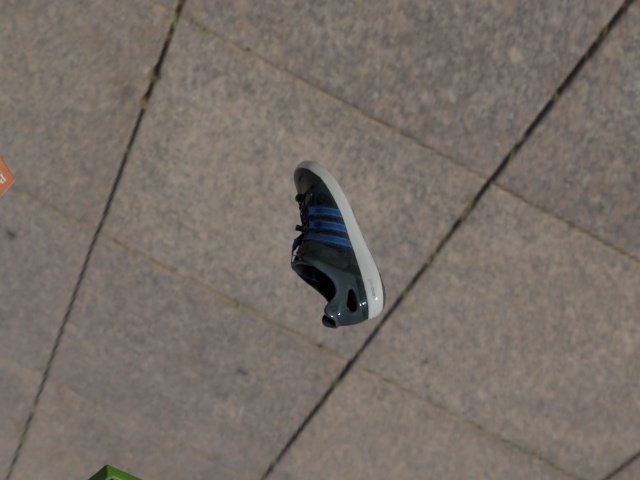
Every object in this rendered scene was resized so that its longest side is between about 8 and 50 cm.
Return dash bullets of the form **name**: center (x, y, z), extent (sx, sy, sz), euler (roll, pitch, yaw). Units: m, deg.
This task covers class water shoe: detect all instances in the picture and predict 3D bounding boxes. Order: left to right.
- **water shoe**: center (0.000, 0.000, 1.138), extent (0.080, 0.203, 0.073), euler (-19, 154, -16)

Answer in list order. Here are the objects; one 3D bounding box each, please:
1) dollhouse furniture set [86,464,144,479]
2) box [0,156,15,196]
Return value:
- **dollhouse furniture set**: center (-0.164, 0.265, 0.865), extent (0.076, 0.152, 0.058), euler (-40, 129, 13)
- **box**: center (-0.545, -0.130, 1.180), extent (0.168, 0.215, 0.345), euler (10, 142, 30)
